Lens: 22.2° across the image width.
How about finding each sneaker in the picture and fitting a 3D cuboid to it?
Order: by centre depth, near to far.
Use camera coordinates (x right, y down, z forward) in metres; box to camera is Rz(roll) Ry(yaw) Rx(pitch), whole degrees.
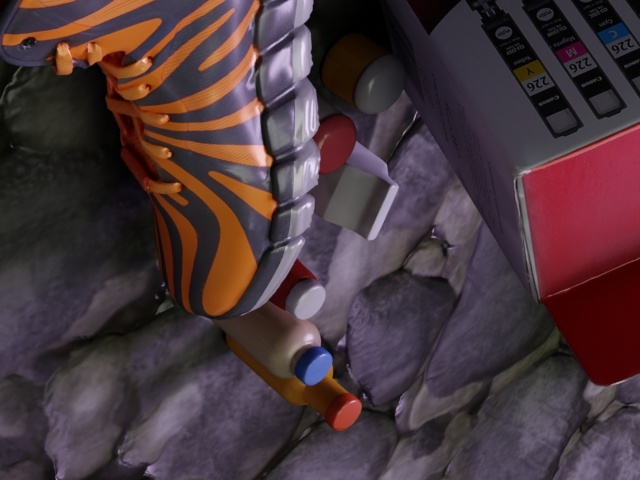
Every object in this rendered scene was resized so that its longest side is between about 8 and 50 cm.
[{"bbox_3d":[-0.098,-0.086,0.790,0.180,0.124,0.321,-18,128,-31],"label":"sneaker"}]

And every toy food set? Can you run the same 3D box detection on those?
[{"bbox_3d":[0.000,0.000,0.978,0.111,0.104,0.232,-2,123,-49],"label":"toy food set"}]

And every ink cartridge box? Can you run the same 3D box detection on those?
[{"bbox_3d":[0.226,-0.104,0.918,0.309,0.272,0.130,-24,143,-4],"label":"ink cartridge box"}]
